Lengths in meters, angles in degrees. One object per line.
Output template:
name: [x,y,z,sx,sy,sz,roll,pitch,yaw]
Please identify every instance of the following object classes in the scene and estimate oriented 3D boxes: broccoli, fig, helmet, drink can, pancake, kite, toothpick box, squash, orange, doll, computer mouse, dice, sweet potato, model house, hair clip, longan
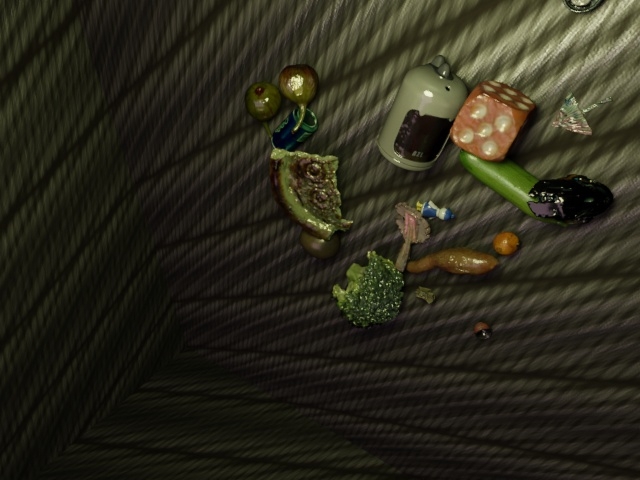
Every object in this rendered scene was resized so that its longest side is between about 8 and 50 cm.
broccoli: [0.186,0.201,1.883,0.281,0.294,0.347,-127,33,-62]
fig: [-0.224,-0.534,1.809,0.151,0.151,0.259,35,164,16]
helmet: [0.642,0.354,1.749,0.065,0.049,0.084,-22,136,12]
drink can: [-0.106,-0.436,1.753,0.205,0.118,0.118,-30,98,47]
pancake: [-0.044,-0.171,1.743,0.305,0.066,0.426,-2,123,22]
fig: [-0.078,-0.516,1.608,0.149,0.149,0.245,1,95,40]
kite: [0.712,-0.349,1.203,0.157,0.011,0.139,-25,105,49]
toothpick box: [0.320,-0.403,1.362,0.229,0.229,0.316,35,135,16]
squash: [0.600,-0.171,1.354,0.395,0.107,0.107,36,137,7]
orange: [0.628,0.009,1.485,0.084,0.083,0.083,22,132,27]
doll: [0.417,-0.106,1.597,0.143,0.057,0.098,19,151,29]
computer mouse: [0.715,-0.120,1.251,0.242,0.077,0.146,0,89,6]
dice: [0.497,-0.347,1.269,0.175,0.174,0.179,33,132,19]
sweet potato: [0.478,0.079,1.651,0.385,0.109,0.109,-3,117,48]
model house: [0.438,0.234,1.829,0.083,0.057,0.058,13,122,31]
hair clip: [0.342,-0.010,1.703,0.173,0.069,0.300,37,139,35]
longan: [0.000,0.000,1.952,0.189,0.189,0.189,22,132,27]

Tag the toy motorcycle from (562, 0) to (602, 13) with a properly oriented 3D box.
toy motorcycle: [0.595,-0.699,0.968,0.340,0.108,0.223,53,147,-15]
